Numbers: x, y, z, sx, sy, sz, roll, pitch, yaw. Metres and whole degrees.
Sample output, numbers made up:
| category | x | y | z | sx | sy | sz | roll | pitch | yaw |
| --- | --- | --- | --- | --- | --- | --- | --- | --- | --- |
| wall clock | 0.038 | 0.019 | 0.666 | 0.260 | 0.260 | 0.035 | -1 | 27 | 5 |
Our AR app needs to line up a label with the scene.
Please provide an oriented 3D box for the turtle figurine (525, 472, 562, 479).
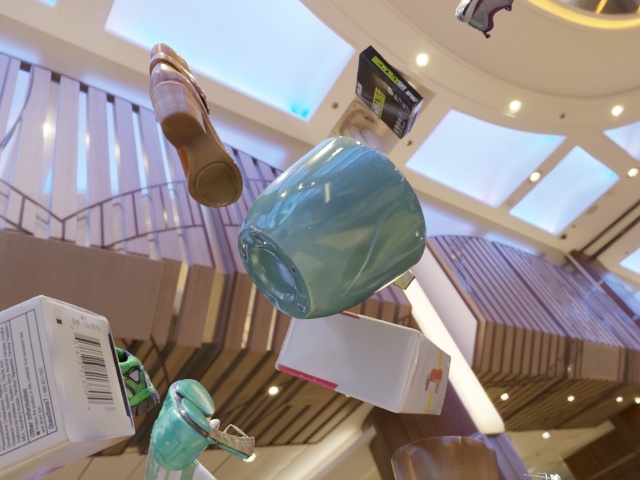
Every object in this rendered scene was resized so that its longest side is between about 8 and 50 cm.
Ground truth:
| category | x | y | z | sx | sy | sz | roll | pitch | yaw |
| --- | --- | --- | --- | --- | --- | --- | --- | --- | --- |
| turtle figurine | 0.686 | 0.774 | 1.359 | 0.118 | 0.234 | 0.175 | 28 | -104 | -55 |

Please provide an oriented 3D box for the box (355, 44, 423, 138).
| category | x | y | z | sx | sy | sz | roll | pitch | yaw |
| --- | --- | --- | --- | --- | --- | --- | --- | --- | --- |
| box | 0.163 | -0.359 | 1.181 | 0.045 | 0.184 | 0.190 | -43 | -8 | -6 |

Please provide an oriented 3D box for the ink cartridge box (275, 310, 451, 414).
| category | x | y | z | sx | sy | sz | roll | pitch | yaw |
| --- | --- | --- | --- | --- | --- | --- | --- | --- | --- |
| ink cartridge box | 0.121 | 0.279 | 1.095 | 0.279 | 0.160 | 0.385 | 10 | -15 | 28 |

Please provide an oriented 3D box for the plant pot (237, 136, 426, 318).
| category | x | y | z | sx | sy | sz | roll | pitch | yaw |
| --- | --- | --- | --- | --- | --- | --- | --- | --- | --- |
| plant pot | 0.000 | 0.000 | 0.848 | 0.235 | 0.293 | 0.293 | -37 | -33 | -31 |

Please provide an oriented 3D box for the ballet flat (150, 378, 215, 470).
| category | x | y | z | sx | sy | sz | roll | pitch | yaw |
| --- | --- | --- | --- | --- | --- | --- | --- | --- | --- |
| ballet flat | -0.206 | 0.263 | 0.689 | 0.087 | 0.083 | 0.247 | -46 | 5 | -13 |

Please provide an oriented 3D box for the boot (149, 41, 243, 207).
| category | x | y | z | sx | sy | sz | roll | pitch | yaw |
| --- | --- | --- | --- | --- | --- | --- | --- | --- | --- |
| boot | -0.243 | -0.210 | 0.909 | 0.109 | 0.220 | 0.283 | -25 | -34 | 3 |

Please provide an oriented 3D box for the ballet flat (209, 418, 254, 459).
| category | x | y | z | sx | sy | sz | roll | pitch | yaw |
| --- | --- | --- | --- | --- | --- | --- | --- | --- | --- |
| ballet flat | -0.276 | 0.535 | 1.315 | 0.206 | 0.067 | 0.073 | 25 | -36 | -5 |

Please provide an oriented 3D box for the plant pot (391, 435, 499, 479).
| category | x | y | z | sx | sy | sz | roll | pitch | yaw |
| --- | --- | --- | --- | --- | --- | --- | --- | --- | --- |
| plant pot | 0.278 | 0.588 | 1.008 | 0.237 | 0.254 | 0.237 | 1 | -46 | 1 |

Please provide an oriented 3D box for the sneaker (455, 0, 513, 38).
| category | x | y | z | sx | sy | sz | roll | pitch | yaw |
| --- | --- | --- | --- | --- | --- | --- | --- | --- | --- |
| sneaker | 0.392 | -0.555 | 1.025 | 0.098 | 0.083 | 0.223 | 29 | -71 | -16 |

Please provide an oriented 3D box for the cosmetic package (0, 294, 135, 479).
| category | x | y | z | sx | sy | sz | roll | pitch | yaw |
| --- | --- | --- | --- | --- | --- | --- | --- | --- | --- |
| cosmetic package | -0.368 | 0.191 | 0.485 | 0.296 | 0.153 | 0.129 | -22 | -21 | -2 |

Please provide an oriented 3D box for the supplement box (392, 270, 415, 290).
| category | x | y | z | sx | sy | sz | roll | pitch | yaw |
| --- | --- | --- | --- | --- | --- | --- | --- | --- | --- |
| supplement box | 0.240 | 0.105 | 1.515 | 0.083 | 0.083 | 0.056 | 41 | -97 | -25 |

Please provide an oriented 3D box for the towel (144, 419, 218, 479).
| category | x | y | z | sx | sy | sz | roll | pitch | yaw |
| --- | --- | --- | --- | --- | --- | --- | --- | --- | --- |
| towel | -0.295 | 0.605 | 1.126 | 0.038 | 0.325 | 0.247 | -23 | -41 | -51 |

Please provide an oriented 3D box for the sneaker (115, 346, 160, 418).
| category | x | y | z | sx | sy | sz | roll | pitch | yaw |
| --- | --- | --- | --- | --- | --- | --- | --- | --- | --- |
| sneaker | -0.513 | 0.315 | 1.161 | 0.134 | 0.344 | 0.146 | -23 | -74 | -49 |
